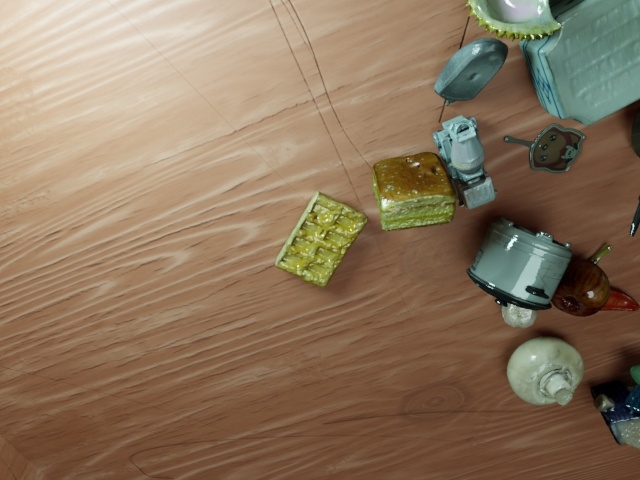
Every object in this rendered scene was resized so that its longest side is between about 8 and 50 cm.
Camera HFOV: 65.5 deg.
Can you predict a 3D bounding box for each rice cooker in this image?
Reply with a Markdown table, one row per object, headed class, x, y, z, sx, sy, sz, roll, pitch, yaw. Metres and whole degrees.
| class | x | y | z | sx | sy | sz | roll | pitch | yaw |
| --- | --- | --- | --- | --- | --- | --- | --- | --- | --- |
| rice cooker | 0.541 | 0.075 | 1.364 | 0.241 | 0.280 | 0.227 | 17 | 102 | -15 |

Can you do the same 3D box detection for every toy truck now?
| class | x | y | z | sx | sy | sz | roll | pitch | yaw |
| --- | --- | --- | --- | --- | --- | --- | --- | --- | --- |
| toy truck | 0.371 | -0.198 | 1.260 | 0.107 | 0.140 | 0.257 | -21 | 120 | 9 |

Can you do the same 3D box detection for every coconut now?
| class | x | y | z | sx | sy | sz | roll | pitch | yaw |
| --- | --- | --- | --- | --- | --- | --- | --- | --- | --- |
| coconut | 0.616 | 0.220 | 1.545 | 0.110 | 0.110 | 0.125 | -17 | 114 | 7 |

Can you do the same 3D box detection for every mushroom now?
| class | x | y | z | sx | sy | sz | roll | pitch | yaw |
| --- | --- | --- | --- | --- | --- | --- | --- | --- | --- |
| mushroom | 0.746 | 0.438 | 1.629 | 0.245 | 0.202 | 0.246 | -4 | 114 | -10 |

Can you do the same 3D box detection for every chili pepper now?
| class | x | y | z | sx | sy | sz | roll | pitch | yaw |
| --- | --- | --- | --- | --- | --- | --- | --- | --- | --- |
| chili pepper | 0.945 | 0.198 | 1.577 | 0.168 | 0.065 | 0.088 | 12 | 120 | -14 |

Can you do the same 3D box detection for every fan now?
| class | x | y | z | sx | sy | sz | roll | pitch | yaw |
| --- | --- | --- | --- | --- | --- | --- | --- | --- | --- |
| fan | 0.587 | -0.248 | 1.319 | 0.219 | 0.009 | 0.132 | 9 | 117 | -9 |

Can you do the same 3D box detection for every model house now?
| class | x | y | z | sx | sy | sz | roll | pitch | yaw |
| --- | --- | --- | --- | --- | --- | --- | --- | --- | --- |
| model house | 1.101 | 0.550 | 1.702 | 0.283 | 0.243 | 0.299 | 18 | 115 | -4 |

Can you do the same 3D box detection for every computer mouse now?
| class | x | y | z | sx | sy | sz | roll | pitch | yaw |
| --- | --- | --- | --- | --- | --- | --- | --- | --- | --- |
| computer mouse | 0.345 | -0.397 | 1.151 | 0.113 | 0.069 | 0.229 | 5 | 161 | -16 |

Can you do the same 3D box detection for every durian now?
| class | x | y | z | sx | sy | sz | roll | pitch | yaw |
| --- | --- | --- | --- | --- | --- | --- | --- | --- | --- |
| durian | 0.397 | -0.553 | 1.031 | 0.171 | 0.166 | 0.307 | 1 | 91 | -14 |

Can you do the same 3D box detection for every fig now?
| class | x | y | z | sx | sy | sz | roll | pitch | yaw |
| --- | --- | --- | --- | --- | --- | --- | --- | --- | --- |
| fig | 0.782 | 0.122 | 1.485 | 0.175 | 0.207 | 0.175 | 26 | 144 | 21 |

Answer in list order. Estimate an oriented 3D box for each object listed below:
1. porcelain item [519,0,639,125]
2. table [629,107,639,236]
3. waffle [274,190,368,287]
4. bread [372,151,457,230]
| class | x | y | z | sx | sy | sz | roll | pitch | yaw |
| --- | --- | --- | --- | --- | --- | --- | --- | --- | --- |
| porcelain item | 0.622 | -0.435 | 1.123 | 0.285 | 0.157 | 0.281 | -30 | 117 | 14 |
| table | 0.833 | -0.162 | 1.147 | 0.317 | 0.317 | 0.249 | 29 | 76 | -19 |
| waffle | 0.000 | 0.000 | 1.407 | 0.167 | 0.057 | 0.274 | 23 | 117 | -16 |
| bread | 0.229 | -0.131 | 1.241 | 0.184 | 0.234 | 0.111 | -7 | 124 | 3 |
